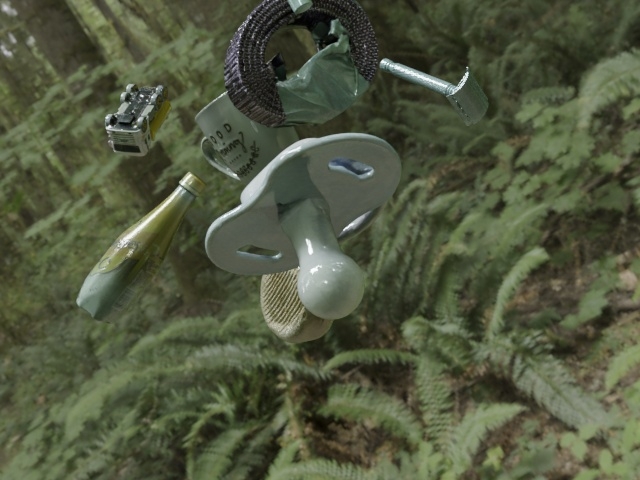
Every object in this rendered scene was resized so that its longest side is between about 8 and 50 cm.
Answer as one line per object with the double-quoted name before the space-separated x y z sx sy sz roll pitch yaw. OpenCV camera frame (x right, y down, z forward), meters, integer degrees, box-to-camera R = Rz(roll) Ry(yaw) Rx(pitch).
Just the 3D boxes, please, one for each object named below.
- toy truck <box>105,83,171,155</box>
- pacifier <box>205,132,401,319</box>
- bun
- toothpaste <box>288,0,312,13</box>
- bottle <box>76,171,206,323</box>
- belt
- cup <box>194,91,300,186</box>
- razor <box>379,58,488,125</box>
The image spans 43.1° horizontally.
"toy truck" -0.428 -0.289 1.944 0.098 0.114 0.227 5 41 9
"pacifier" 0.000 0.000 1.068 0.244 0.233 0.299 17 -46 -41
"bun" -0.028 0.103 1.508 0.113 0.166 0.173 -4 -11 -39
"toothpaste" -0.074 -0.468 1.323 0.056 0.205 0.036 -26 -3 -5
"bottle" -0.274 0.006 1.266 0.269 0.083 0.083 -53 7 -1
"belt" -0.036 -0.359 1.604 0.325 0.260 0.122 -36 8 -24
"cup" -0.165 -0.212 1.837 0.258 0.234 0.186 -26 7 46
"razor" 0.200 -0.300 1.518 0.232 0.106 0.068 33 86 38
